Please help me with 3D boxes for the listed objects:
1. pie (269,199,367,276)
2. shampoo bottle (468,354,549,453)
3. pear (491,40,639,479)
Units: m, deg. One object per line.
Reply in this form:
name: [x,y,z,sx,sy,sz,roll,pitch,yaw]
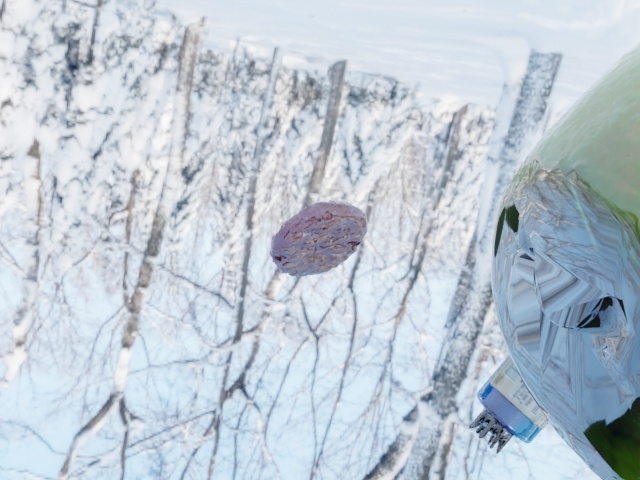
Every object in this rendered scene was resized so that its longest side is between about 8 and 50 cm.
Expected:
pie: [0.000,0.000,0.963,0.154,0.154,0.036,2,-130,-36]
shampoo bottle: [0.239,0.157,0.762,0.050,0.183,0.087,37,-176,-37]
pear: [0.236,0.035,0.438,0.165,0.399,0.399,-12,-161,-11]
